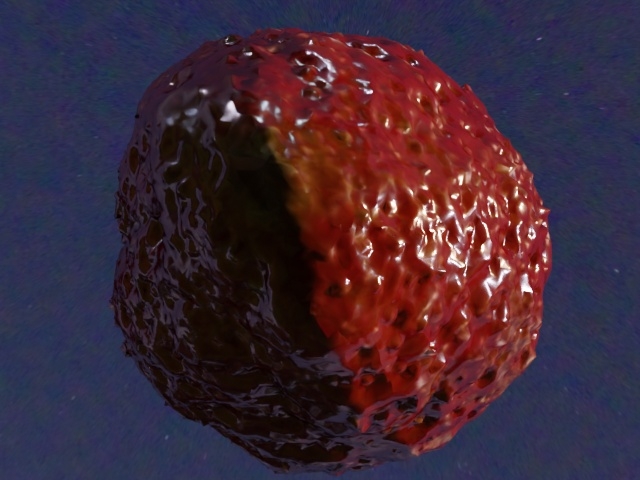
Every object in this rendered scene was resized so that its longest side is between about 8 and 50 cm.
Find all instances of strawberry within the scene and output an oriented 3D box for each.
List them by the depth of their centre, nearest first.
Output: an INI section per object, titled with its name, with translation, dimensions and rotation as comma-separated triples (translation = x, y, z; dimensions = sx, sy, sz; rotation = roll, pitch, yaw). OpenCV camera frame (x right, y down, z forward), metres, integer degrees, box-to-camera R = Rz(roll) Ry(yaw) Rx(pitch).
[strawberry]
translation = 0.000, 0.000, 0.530
dimensions = 0.258, 0.277, 0.257
rotation = -1, -96, 13
